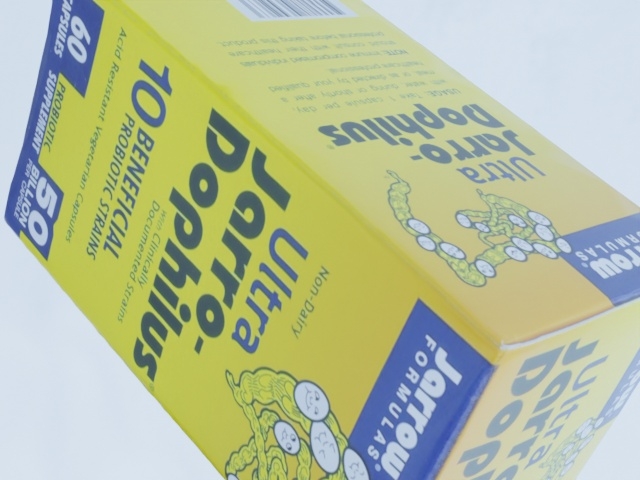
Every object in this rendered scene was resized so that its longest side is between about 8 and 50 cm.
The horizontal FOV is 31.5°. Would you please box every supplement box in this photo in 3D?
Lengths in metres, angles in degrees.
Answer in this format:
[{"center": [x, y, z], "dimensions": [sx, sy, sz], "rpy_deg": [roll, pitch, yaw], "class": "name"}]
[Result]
[{"center": [0.000, 0.000, 0.658], "dimensions": [0.356, 0.195, 0.194], "rpy_deg": [42, 127, 30], "class": "supplement box"}]
